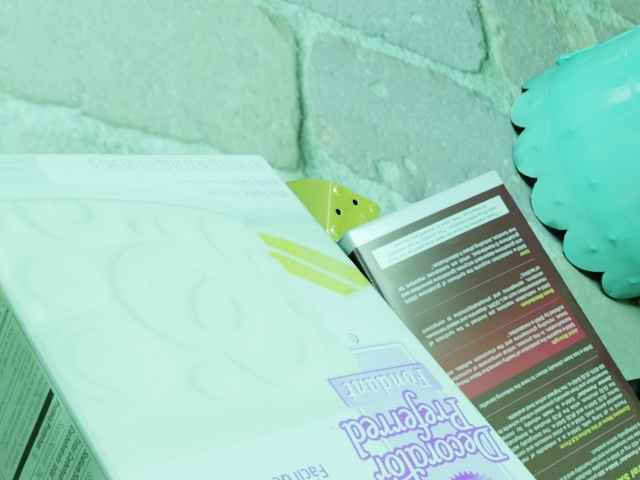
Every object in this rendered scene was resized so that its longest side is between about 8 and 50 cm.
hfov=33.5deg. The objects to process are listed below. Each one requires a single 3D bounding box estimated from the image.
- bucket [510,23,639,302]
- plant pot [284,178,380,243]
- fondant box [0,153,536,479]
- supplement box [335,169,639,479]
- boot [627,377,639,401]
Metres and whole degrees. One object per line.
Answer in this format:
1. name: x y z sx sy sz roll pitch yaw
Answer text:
1. bucket: 0.353 -0.093 1.083 0.281 0.183 0.281 21 54 -33
2. plant pot: 0.000 0.000 0.783 0.081 0.083 0.082 25 52 -30
3. fondant box: -0.053 0.086 0.584 0.238 0.096 0.330 -4 45 -44
4. supplement box: 0.115 0.086 0.699 0.130 0.073 0.239 -22 74 -25
5. boot: 0.403 0.347 0.876 0.445 0.146 0.367 36 39 -34
